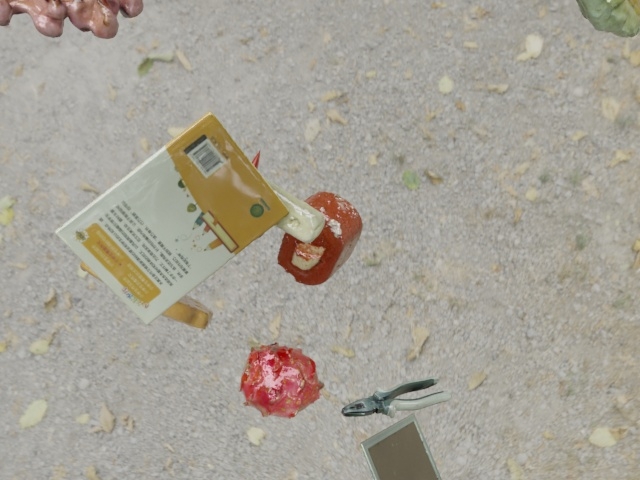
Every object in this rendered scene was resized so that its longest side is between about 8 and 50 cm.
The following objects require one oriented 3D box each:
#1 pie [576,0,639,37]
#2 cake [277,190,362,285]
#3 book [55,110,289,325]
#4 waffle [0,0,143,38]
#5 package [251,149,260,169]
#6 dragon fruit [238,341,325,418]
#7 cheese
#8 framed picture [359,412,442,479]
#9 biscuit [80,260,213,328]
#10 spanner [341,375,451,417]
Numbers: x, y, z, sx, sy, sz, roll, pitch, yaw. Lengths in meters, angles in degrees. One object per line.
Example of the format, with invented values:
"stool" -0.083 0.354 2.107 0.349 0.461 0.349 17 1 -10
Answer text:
"pie" 0.389 -0.422 0.935 0.071 0.306 0.306 -17 58 39
"cake" 0.000 0.000 1.854 0.177 0.283 0.151 32 39 16
"book" -0.222 -0.029 1.019 0.295 0.208 0.020 -38 25 -2
"waffle" -0.249 -0.264 0.574 0.221 0.055 0.234 12 53 -13
"package" -0.195 -0.169 1.836 0.022 0.083 0.200 20 39 -14
"dragon fruit" -0.096 0.393 1.819 0.210 0.268 0.205 -5 68 53
"cheese" -0.082 -0.063 1.106 0.194 0.043 0.065 31 117 9
"framed picture" 0.182 0.493 1.373 0.016 0.273 0.216 -30 74 27
"biscuit" -0.400 0.125 1.554 0.312 0.351 0.057 29 85 -2
"spanner" 0.201 0.425 1.751 0.325 0.040 0.095 -6 33 -27
